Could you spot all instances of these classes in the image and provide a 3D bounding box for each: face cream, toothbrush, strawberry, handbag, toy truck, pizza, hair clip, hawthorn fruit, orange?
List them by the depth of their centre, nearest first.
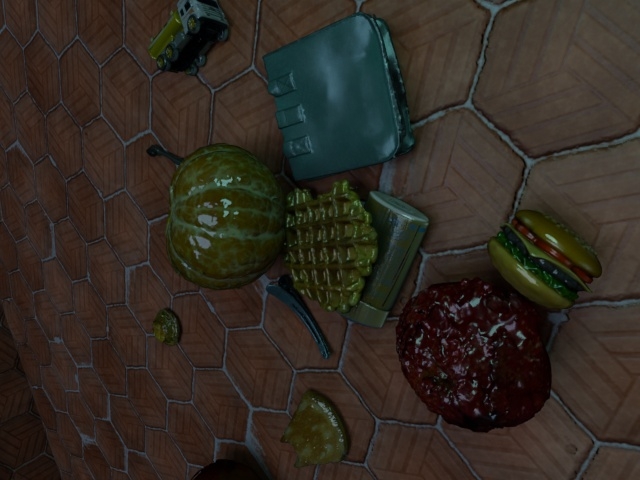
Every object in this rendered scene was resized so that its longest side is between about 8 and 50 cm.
[{"bbox_3d":[0.242,0.196,0.714,0.274,0.220,0.274,26,138,26],"label":"strawberry"},{"bbox_3d":[0.036,-0.268,0.834,0.274,0.100,0.269,-10,101,38],"label":"handbag"},{"bbox_3d":[0.111,0.053,0.883,0.139,0.067,0.285,34,120,30],"label":"face cream"},{"bbox_3d":[-0.212,-0.051,0.955,0.329,0.249,0.330,-23,63,56],"label":"orange"},{"bbox_3d":[-0.325,-0.490,1.026,0.226,0.098,0.114,-25,82,39],"label":"toy truck"},{"bbox_3d":[-0.041,0.188,1.047,0.039,0.070,0.230,-41,85,32],"label":"hair clip"},{"bbox_3d":[-0.019,0.521,1.130,0.181,0.034,0.262,43,123,19],"label":"pizza"},{"bbox_3d":[-0.380,-0.211,1.189,0.297,0.030,0.030,25,142,26],"label":"toothbrush"},{"bbox_3d":[-0.272,0.813,1.248,0.315,0.316,0.316,11,109,33],"label":"hawthorn fruit"}]

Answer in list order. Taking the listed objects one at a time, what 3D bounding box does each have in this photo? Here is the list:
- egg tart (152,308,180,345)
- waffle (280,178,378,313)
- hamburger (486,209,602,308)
[{"bbox_3d":[-0.511,0.289,1.409,0.130,0.052,0.131,8,105,34],"label":"egg tart"},{"bbox_3d":[0.006,0.003,0.903,0.300,0.058,0.282,27,114,46],"label":"waffle"},{"bbox_3d":[0.340,0.028,0.656,0.162,0.162,0.115,45,112,17],"label":"hamburger"}]
